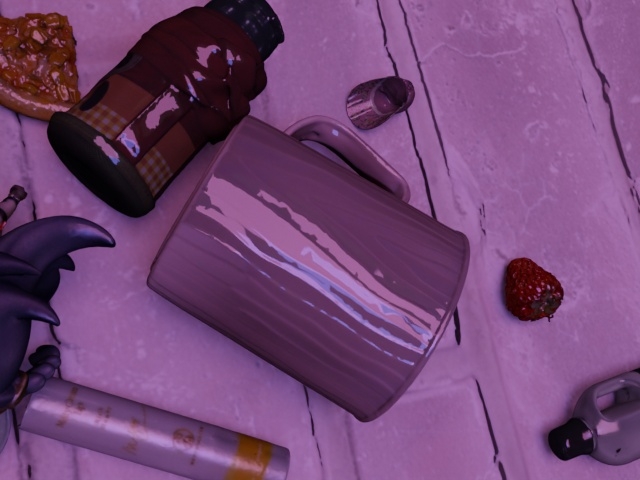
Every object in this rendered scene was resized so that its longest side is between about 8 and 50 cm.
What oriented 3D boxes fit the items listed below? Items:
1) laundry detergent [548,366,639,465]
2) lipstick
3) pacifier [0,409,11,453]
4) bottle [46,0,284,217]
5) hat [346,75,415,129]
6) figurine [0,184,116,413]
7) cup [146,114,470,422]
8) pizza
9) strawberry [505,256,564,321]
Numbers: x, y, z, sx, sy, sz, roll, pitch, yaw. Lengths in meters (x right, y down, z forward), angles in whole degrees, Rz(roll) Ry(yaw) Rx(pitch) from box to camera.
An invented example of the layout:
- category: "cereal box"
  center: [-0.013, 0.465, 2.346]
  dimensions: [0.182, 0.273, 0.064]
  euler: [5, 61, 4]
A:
- category: "laundry detergent"
  center: [0.375, 0.213, 0.932]
  dimensions: [0.225, 0.070, 0.099]
  euler: [-14, 90, -20]
- category: "lipstick"
  center: [-0.161, 0.198, 0.765]
  dimensions: [0.263, 0.059, 0.059]
  euler: [20, 71, -13]
- category: "pacifier"
  center: [-0.358, 0.173, 0.678]
  dimensions: [0.150, 0.116, 0.127]
  euler: [17, 87, -16]
- category: "bottle"
  center: [-0.151, -0.158, 0.818]
  dimensions: [0.156, 0.143, 0.271]
  euler: [28, 67, 32]
- category: "hat"
  center: [0.076, -0.171, 0.949]
  dimensions: [0.087, 0.042, 0.058]
  euler: [-32, 79, 11]
- category: "figurine"
  center: [-0.308, 0.052, 0.658]
  dimensions: [0.197, 0.175, 0.265]
  euler: [35, 32, 13]
- category: "cup"
  center: [0.004, -0.002, 0.786]
  dimensions: [0.273, 0.208, 0.288]
  euler: [30, 77, -8]
- category: "pizza"
  center: [-0.310, -0.198, 0.823]
  dimensions: [0.178, 0.041, 0.131]
  euler: [46, 66, -3]
- category: "strawberry"
  center: [0.256, 0.059, 0.939]
  dimensions: [0.073, 0.073, 0.083]
  euler: [-8, 43, -20]
